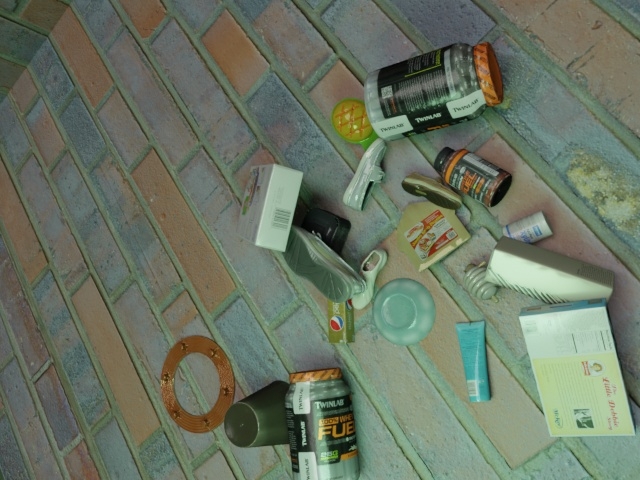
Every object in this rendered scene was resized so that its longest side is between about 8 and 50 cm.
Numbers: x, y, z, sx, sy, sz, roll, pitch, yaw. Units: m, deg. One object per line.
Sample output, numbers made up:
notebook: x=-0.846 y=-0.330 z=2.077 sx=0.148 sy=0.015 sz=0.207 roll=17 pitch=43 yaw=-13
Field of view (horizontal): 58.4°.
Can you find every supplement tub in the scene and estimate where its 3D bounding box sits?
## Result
supplement tub: x=0.001 y=0.531 z=1.640 sx=0.194 sy=0.194 sz=0.315 roll=-13 pitch=79 yaw=29
supplement tub: x=0.306 y=-0.405 z=1.557 sx=0.338 sy=0.207 sz=0.207 roll=-10 pitch=79 yaw=30
supplement tub: x=0.402 y=-0.177 z=1.536 sx=0.198 sy=0.106 sz=0.106 roll=36 pitch=103 yaw=29
supplement tub: x=0.529 y=-0.025 z=1.464 sx=0.107 sy=0.071 sz=0.070 roll=-27 pitch=72 yaw=26

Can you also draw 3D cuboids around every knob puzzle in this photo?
knob puzzle: x=0.302 y=-0.027 z=1.618 sx=0.213 sy=0.030 sz=0.213 roll=-10 pitch=66 yaw=25

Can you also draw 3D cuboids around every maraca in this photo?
maraca: x=0.117 y=-0.349 z=1.730 sx=0.186 sy=0.099 sz=0.127 roll=37 pitch=111 yaw=2

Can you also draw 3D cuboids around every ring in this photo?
ring: x=-0.439 y=0.501 z=1.995 sx=0.337 sy=0.032 sz=0.336 roll=-4 pitch=83 yaw=31

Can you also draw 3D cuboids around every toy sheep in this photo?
toy sheep: x=0.425 y=0.111 z=1.501 sx=0.091 sy=0.091 sz=0.132 roll=-48 pitch=46 yaw=17

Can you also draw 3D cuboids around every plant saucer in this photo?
plant saucer: x=0.229 y=0.203 z=1.634 sx=0.195 sy=0.037 sz=0.194 roll=-4 pitch=82 yaw=30

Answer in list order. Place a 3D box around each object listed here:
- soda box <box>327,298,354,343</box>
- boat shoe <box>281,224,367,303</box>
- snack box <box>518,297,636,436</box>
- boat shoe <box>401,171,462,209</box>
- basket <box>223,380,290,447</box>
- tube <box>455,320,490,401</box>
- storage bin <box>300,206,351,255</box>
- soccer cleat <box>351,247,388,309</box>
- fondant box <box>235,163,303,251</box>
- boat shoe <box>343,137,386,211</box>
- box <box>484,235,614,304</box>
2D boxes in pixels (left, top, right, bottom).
soda box: x=0.060 y=0.217 z=1.718 sx=0.061 sy=0.058 sz=0.181 roll=-6 pitch=81 yaw=30
boat shoe: x=-0.001 y=0.060 z=1.662 sx=0.320 sy=0.103 sz=0.118 roll=39 pitch=123 yaw=33
snack box: x=0.596 y=0.301 z=1.330 sx=0.187 sy=0.060 sz=0.321 roll=-12 pitch=101 yaw=30
boat shoe: x=0.321 y=-0.150 z=1.604 sx=0.190 sy=0.068 sz=0.072 roll=29 pitch=68 yaw=30
basket: x=-0.170 y=0.532 z=1.720 sx=0.154 sy=0.227 sz=0.204 roll=-35 pitch=68 yaw=22
tube: x=0.407 y=0.319 z=1.513 sx=0.080 sy=0.052 sz=0.206 roll=-11 pitch=74 yaw=24
storage bin: x=0.000 y=0.000 z=1.763 sx=0.122 sy=0.084 sz=0.180 roll=26 pitch=97 yaw=30
soccer cleat: x=0.134 y=0.110 z=1.676 sx=0.068 sy=0.076 sz=0.196 roll=29 pitch=99 yaw=30
fondant box: x=-0.166 y=-0.107 z=1.760 sx=0.330 sy=0.096 sz=0.238 roll=-162 pitch=86 yaw=-70
boat shoe: x=0.151 y=-0.192 z=1.707 sx=0.081 sy=0.079 sz=0.227 roll=32 pitch=106 yaw=20
box: x=0.549 y=0.086 z=1.380 sx=0.275 sy=0.113 sz=0.094 roll=21 pitch=117 yaw=22
